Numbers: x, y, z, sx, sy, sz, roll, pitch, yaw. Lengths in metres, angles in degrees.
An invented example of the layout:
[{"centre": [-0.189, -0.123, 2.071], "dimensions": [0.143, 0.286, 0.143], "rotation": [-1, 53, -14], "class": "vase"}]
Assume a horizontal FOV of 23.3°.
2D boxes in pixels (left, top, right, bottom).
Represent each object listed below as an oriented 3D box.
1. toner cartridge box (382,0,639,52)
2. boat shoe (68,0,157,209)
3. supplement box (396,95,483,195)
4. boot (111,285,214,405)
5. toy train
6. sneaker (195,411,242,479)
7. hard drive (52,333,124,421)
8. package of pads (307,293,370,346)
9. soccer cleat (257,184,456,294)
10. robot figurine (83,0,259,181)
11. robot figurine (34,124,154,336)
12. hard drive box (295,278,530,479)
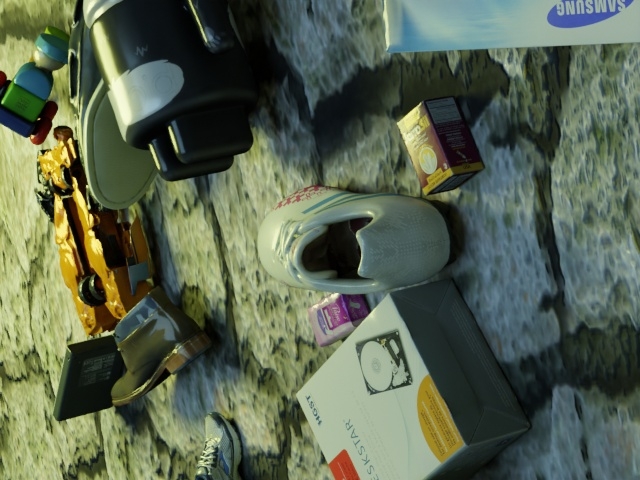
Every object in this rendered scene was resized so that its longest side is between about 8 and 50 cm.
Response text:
[{"centre": [0.186, -0.256, 1.388], "dimensions": [0.348, 0.075, 0.165], "rotation": [6, 105, 54], "class": "toner cartridge box"}, {"centre": [-0.269, -0.215, 1.995], "dimensions": [0.113, 0.127, 0.340], "rotation": [19, 113, 52], "class": "boat shoe"}, {"centre": [0.120, -0.095, 1.556], "dimensions": [0.055, 0.043, 0.083], "rotation": [-40, 66, 53], "class": "supplement box"}, {"centre": [-0.234, 0.141, 2.067], "dimensions": [0.219, 0.082, 0.106], "rotation": [-35, 91, 42], "class": "boot"}, {"centre": [-0.397, -0.242, 2.197], "dimensions": [0.143, 0.105, 0.248], "rotation": [-55, 14, 15], "class": "toy train"}, {"centre": [-0.134, 0.291, 2.011], "dimensions": [0.052, 0.058, 0.135], "rotation": [-11, 90, 55], "class": "sneaker"}, {"centre": [-0.329, 0.196, 2.224], "dimensions": [0.022, 0.094, 0.135], "rotation": [47, 134, 35], "class": "hard drive"}, {"centre": [0.020, 0.085, 1.758], "dimensions": [0.083, 0.032, 0.050], "rotation": [-33, 75, 53], "class": "package of pads"}, {"centre": [0.000, 0.000, 1.664], "dimensions": [0.331, 0.143, 0.116], "rotation": [-4, 96, 55], "class": "soccer cleat"}, {"centre": [-0.172, -0.214, 1.823], "dimensions": [0.209, 0.173, 0.278], "rotation": [-24, 78, 19], "class": "robot figurine"}, {"centre": [-0.311, -0.021, 2.144], "dimensions": [0.211, 0.085, 0.291], "rotation": [-19, 84, 54], "class": "robot figurine"}, {"centre": [0.091, 0.179, 1.637], "dimensions": [0.181, 0.089, 0.232], "rotation": [63, 143, 21], "class": "hard drive box"}]
